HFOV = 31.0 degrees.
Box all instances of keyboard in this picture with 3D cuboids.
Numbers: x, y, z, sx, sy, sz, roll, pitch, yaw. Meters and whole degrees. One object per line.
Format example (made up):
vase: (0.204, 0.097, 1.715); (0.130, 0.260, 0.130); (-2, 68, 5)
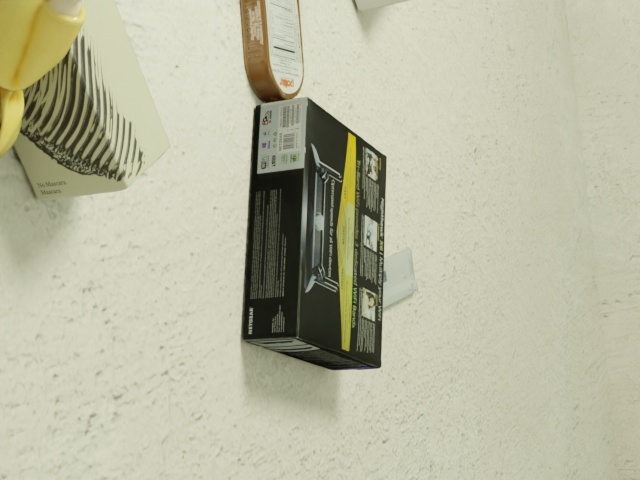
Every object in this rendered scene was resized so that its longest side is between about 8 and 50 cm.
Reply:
keyboard: (0.095, 0.066, 1.759); (0.256, 0.014, 0.072); (-19, 97, -63)

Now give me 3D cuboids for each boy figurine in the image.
boy figurine: (-0.276, -0.187, 0.914); (0.092, 0.177, 0.285); (-82, -172, -62)

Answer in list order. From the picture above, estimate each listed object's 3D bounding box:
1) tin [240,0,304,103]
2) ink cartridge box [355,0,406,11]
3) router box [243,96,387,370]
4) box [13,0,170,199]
tin: (-0.061, -0.272, 1.484); (0.106, 0.040, 0.190); (-3, 88, -59)
ink cartridge box: (0.085, -0.484, 1.747); (0.219, 0.092, 0.160); (66, 32, -31)
router box: (0.000, 0.000, 1.502); (0.243, 0.081, 0.309); (29, 60, -58)
box: (-0.241, -0.179, 1.026); (0.094, 0.113, 0.275); (-55, 132, -52)
